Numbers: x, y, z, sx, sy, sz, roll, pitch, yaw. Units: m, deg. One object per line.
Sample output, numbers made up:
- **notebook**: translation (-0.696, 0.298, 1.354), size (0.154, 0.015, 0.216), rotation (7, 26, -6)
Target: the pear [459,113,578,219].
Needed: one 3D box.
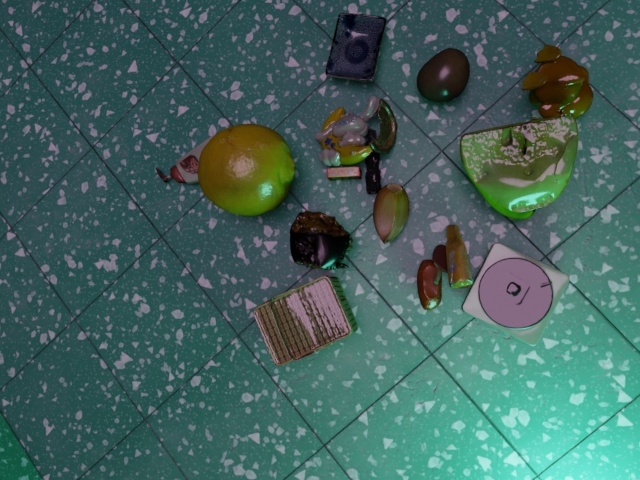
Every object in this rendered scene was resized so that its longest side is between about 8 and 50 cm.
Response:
- **pear**: translation (0.638, -0.226, 1.606), size (0.342, 0.238, 0.318), rotation (-7, 98, 21)

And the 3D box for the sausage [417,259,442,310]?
- **sausage**: translation (0.371, 0.147, 1.702), size (0.089, 0.089, 0.179), rotation (-4, 75, 12)

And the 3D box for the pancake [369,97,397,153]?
- **pancake**: translation (0.216, -0.397, 1.745), size (0.020, 0.184, 0.191), rotation (-2, 105, 43)

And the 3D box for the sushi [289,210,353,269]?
- **sushi**: translation (0.004, 0.001, 1.740), size (0.213, 0.200, 0.204), rotation (7, 86, 36)

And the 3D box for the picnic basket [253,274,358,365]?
- **picnic basket**: translation (-0.055, 0.278, 1.737), size (0.312, 0.175, 0.228), rotation (-24, 81, 10)

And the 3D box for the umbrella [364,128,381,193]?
- **umbrella**: translation (0.184, -0.285, 1.796), size (0.066, 0.059, 0.236), rotation (-16, 75, 54)

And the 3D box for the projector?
- **projector**: translation (0.633, 0.173, 1.643), size (0.259, 0.079, 0.257), rotation (27, 92, 14)

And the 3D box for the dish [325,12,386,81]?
- **dish**: translation (0.133, -0.692, 1.829), size (0.181, 0.080, 0.243), rotation (12, 86, 13)

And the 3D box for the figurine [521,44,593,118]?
- **figurine**: translation (0.767, -0.490, 1.607), size (0.215, 0.228, 0.215), rotation (-7, 74, 24)

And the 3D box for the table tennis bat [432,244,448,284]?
- **table tennis bat**: translation (0.406, 0.082, 1.689), size (0.087, 0.013, 0.156), rotation (36, 55, -16)

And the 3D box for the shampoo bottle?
- **shampoo bottle**: translation (-0.501, -0.288, 1.938), size (0.284, 0.071, 0.153), rotation (-20, 82, 9)

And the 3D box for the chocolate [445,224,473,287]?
- **chocolate**: translation (0.455, 0.049, 1.684), size (0.085, 0.086, 0.219), rotation (-9, 65, 12)

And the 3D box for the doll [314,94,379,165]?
- **doll**: translation (0.094, -0.382, 1.784), size (0.252, 0.111, 0.237), rotation (-11, 65, 31)

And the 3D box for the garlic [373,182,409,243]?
- **garlic**: translation (0.248, -0.091, 1.740), size (0.115, 0.128, 0.207), rotation (5, 93, -29)

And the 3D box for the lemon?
- **lemon**: translation (-0.259, -0.244, 1.753), size (0.347, 0.348, 0.348), rotation (-1, 85, 12)

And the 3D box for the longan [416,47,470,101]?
- **longan**: translation (0.422, -0.560, 1.714), size (0.189, 0.189, 0.189), rotation (-1, 85, 12)

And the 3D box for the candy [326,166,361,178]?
- **candy**: translation (0.085, -0.241, 1.810), size (0.121, 0.062, 0.038), rotation (-1, 86, 12)
